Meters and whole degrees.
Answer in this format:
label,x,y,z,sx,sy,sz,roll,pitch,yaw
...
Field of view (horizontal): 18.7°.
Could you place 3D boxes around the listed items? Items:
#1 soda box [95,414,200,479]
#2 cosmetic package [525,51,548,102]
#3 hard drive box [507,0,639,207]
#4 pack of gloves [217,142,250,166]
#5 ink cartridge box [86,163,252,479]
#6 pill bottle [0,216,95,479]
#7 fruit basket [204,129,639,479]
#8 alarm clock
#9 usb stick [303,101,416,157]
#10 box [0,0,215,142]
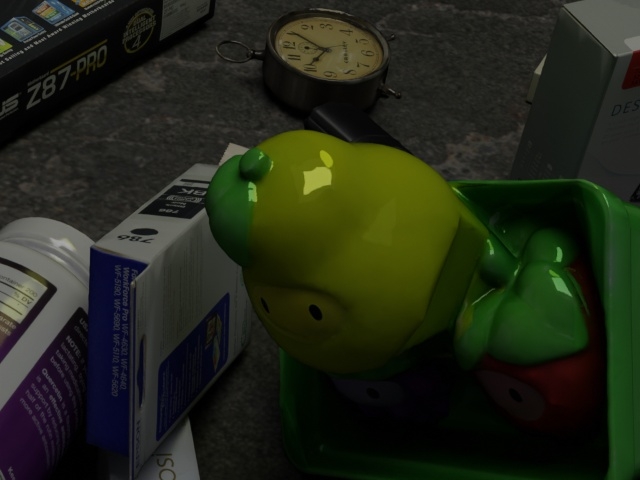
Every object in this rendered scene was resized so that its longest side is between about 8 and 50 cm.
label,x,y,z,sx,sy,sz,roll,pitch,yaw
soda box,-0.127,0.235,1.502,0.074,0.069,0.216,0,42,-14
cosmetic package,0.284,-0.157,2.069,0.115,0.041,0.060,22,41,11
hard drive box,0.300,-0.129,1.897,0.181,0.232,0.089,-15,48,-28
pack of gloves,0.000,0.000,1.835,0.232,0.046,0.195,17,29,0
ink cartridge box,-0.124,0.056,1.547,0.065,0.165,0.333,7,16,11
pill bottle,-0.277,0.123,1.504,0.181,0.181,0.323,21,41,10
fruit basket,0.071,0.057,1.488,0.392,0.283,0.392,-1,2,0
alarm clock,-0.014,-0.184,2.007,0.192,0.064,0.129,8,41,-9
usb stick,0.084,-0.051,1.871,0.077,0.045,0.278,-1,33,-42
box,-0.345,-0.256,1.981,0.318,0.097,0.395,31,44,24
